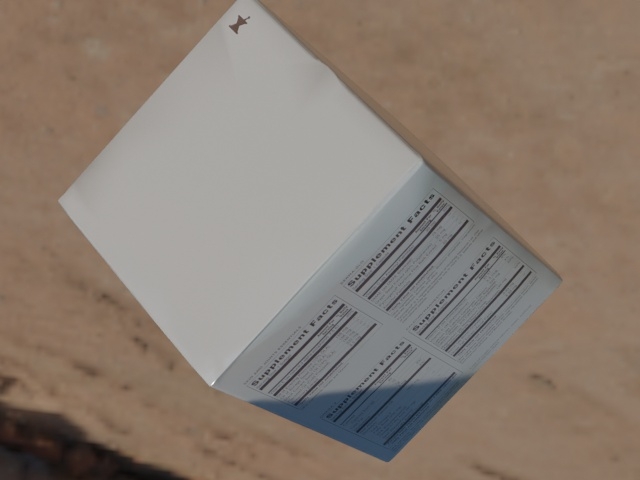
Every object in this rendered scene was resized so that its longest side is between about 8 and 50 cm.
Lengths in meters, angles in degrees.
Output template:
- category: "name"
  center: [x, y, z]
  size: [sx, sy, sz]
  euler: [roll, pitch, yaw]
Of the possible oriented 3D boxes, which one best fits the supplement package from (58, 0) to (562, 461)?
- category: "supplement package"
  center: [0.000, 0.000, 1.120]
  size: [0.198, 0.199, 0.263]
  euler: [-47, 147, 6]
